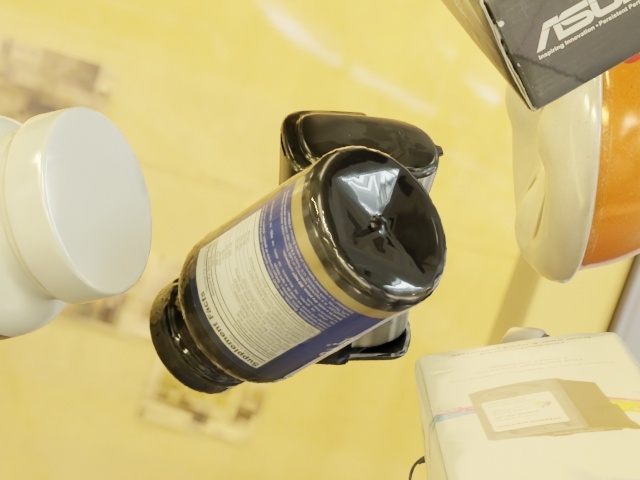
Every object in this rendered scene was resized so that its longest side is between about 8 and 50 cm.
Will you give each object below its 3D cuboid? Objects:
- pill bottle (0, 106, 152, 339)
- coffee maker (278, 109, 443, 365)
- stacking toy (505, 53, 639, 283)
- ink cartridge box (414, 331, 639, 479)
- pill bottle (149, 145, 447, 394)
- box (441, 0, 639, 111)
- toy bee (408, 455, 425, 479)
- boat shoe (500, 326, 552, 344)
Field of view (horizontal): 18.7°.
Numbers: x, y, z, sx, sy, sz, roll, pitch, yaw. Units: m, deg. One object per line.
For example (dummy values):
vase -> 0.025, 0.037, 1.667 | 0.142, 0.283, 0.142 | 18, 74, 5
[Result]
pill bottle -> -0.269, -0.001, 1.365 | 0.278, 0.162, 0.162 | -12, -3, 26
coffee maker -> 0.000, 0.000, 1.497 | 0.171, 0.178, 0.120 | -13, 36, -28
stacking toy -> 0.446, -0.129, 2.027 | 0.480, 0.351, 0.350 | 0, 13, -3
ink cartridge box -> 0.128, 0.190, 0.995 | 0.131, 0.226, 0.306 | -7, 10, 0
pill bottle -> -0.024, 0.029, 1.389 | 0.123, 0.123, 0.219 | 9, -30, -39
box -> 0.220, -0.270, 1.134 | 0.097, 0.395, 0.318 | 60, 2, -39
toy bee -> 0.247, 0.208, 1.828 | 0.298, 0.195, 0.162 | -2, -38, 13
boat shoe -> 0.223, 0.221, 1.489 | 0.158, 0.340, 0.127 | 4, 32, 22
